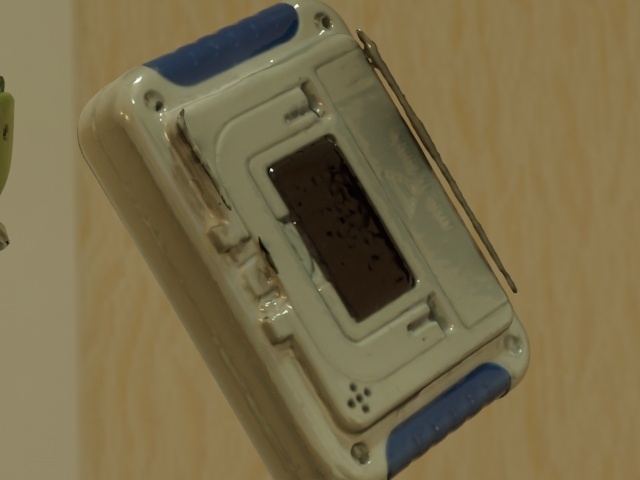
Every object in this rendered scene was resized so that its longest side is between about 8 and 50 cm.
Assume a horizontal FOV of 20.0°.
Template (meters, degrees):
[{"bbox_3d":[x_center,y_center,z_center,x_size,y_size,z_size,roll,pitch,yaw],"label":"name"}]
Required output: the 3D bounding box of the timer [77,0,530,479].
[{"bbox_3d":[0.000,0.000,0.973,0.178,0.253,0.078,-32,2,-41],"label":"timer"}]

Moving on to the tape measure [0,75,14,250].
[{"bbox_3d":[-0.275,-0.024,1.256,0.106,0.175,0.200,5,11,7],"label":"tape measure"}]
